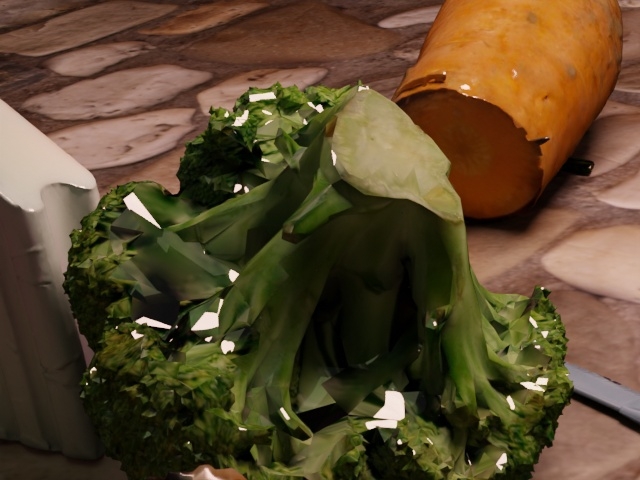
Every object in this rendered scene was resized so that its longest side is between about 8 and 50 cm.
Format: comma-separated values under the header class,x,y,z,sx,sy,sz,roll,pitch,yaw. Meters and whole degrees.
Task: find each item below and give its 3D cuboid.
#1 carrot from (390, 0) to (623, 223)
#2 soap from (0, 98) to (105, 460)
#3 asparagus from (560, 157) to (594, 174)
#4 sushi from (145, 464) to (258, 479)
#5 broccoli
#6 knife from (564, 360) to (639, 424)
class,x,y,z,sx,sy,sz,roll,pitch,yaw
carrot,0.214,-0.181,1.336,0.224,0.224,0.340,8,44,26
soap,-0.254,0.029,0.962,0.173,0.289,0.095,7,31,27
asparagus,0.218,-0.104,1.430,0.233,0.022,0.023,12,76,29
sushi,-0.053,0.242,0.592,0.213,0.200,0.204,-6,33,13
broccoli,0.001,0.059,0.848,0.310,0.321,0.413,-24,20,35
knife,0.246,0.129,0.957,0.044,0.019,0.313,-17,26,-37
